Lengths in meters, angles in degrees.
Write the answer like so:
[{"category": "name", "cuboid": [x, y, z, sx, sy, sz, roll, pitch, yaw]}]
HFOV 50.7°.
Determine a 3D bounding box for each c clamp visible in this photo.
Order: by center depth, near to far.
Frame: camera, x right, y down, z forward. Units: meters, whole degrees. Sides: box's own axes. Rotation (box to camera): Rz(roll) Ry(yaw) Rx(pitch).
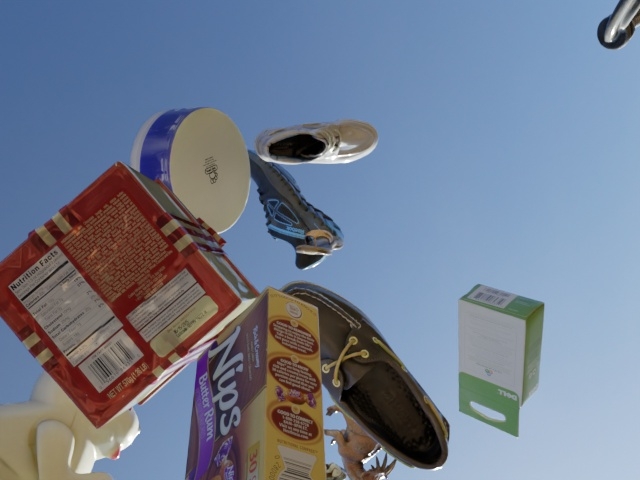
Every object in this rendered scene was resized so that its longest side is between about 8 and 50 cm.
[{"category": "c clamp", "cuboid": [0.232, -0.165, 0.430, 0.160, 0.137, 0.022, -29, -107, -29]}]

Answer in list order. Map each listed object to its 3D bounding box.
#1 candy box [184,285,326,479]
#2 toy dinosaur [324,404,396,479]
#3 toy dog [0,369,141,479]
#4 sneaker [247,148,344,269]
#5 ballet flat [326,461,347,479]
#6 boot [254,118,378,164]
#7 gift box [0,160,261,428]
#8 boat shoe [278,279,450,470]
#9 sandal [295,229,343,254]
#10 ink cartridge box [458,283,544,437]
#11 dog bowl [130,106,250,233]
[{"category": "candy box", "cuboid": [-0.047, 0.137, 0.474, 0.053, 0.109, 0.187, 26, -142, -26]}, {"category": "toy dinosaur", "cuboid": [0.113, 0.474, 1.623, 0.127, 0.200, 0.296, -6, -63, -60]}, {"category": "toy dog", "cuboid": [-0.519, 0.373, 1.213, 0.395, 0.284, 0.408, 39, -127, 23]}, {"category": "sneaker", "cuboid": [-0.099, -0.080, 1.652, 0.341, 0.139, 0.125, 49, -166, 14]}, {"category": "ballet flat", "cuboid": [0.011, 0.470, 1.373, 0.114, 0.041, 0.041, 9, -105, -29]}, {"category": "boot", "cuboid": [0.004, -0.187, 1.336, 0.258, 0.123, 0.095, -8, -73, -12]}, {"category": "gift box", "cuboid": [-0.229, 0.087, 0.869, 0.255, 0.258, 0.276, -36, -92, -1]}, {"category": "boat shoe", "cuboid": [0.042, 0.127, 0.656, 0.081, 0.068, 0.228, -45, -90, -1]}, {"category": "sandal", "cuboid": [0.000, 0.000, 1.361, 0.180, 0.072, 0.049, -21, -68, -69]}, {"category": "ink cartridge box", "cuboid": [0.269, 0.180, 1.019, 0.062, 0.109, 0.209, -28, -57, -41]}, {"category": "dog bowl", "cuboid": [-0.262, -0.142, 1.398, 0.265, 0.104, 0.265, -3, -86, -59]}]
